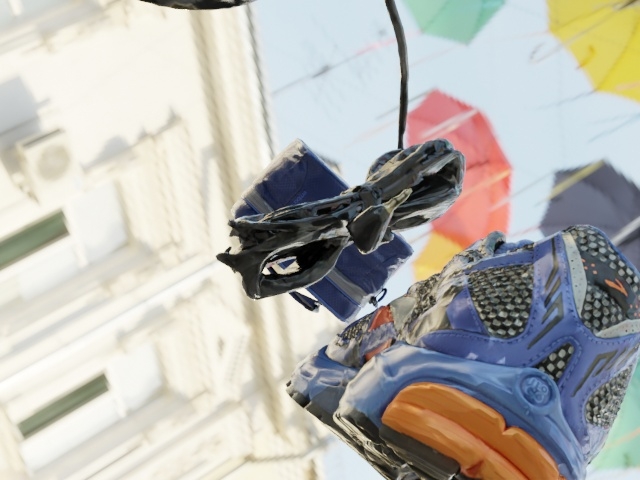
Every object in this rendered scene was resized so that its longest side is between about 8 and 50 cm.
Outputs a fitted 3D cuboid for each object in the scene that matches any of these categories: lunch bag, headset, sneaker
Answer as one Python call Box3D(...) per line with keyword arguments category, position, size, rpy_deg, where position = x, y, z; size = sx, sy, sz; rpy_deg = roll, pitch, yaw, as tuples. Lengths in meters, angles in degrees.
Box3D(category="lunch bag", position=(0.000, 0.000, 0.732), size=(0.098, 0.065, 0.067), rpy_deg=(44, 4, -8))
Box3D(category="headset", position=(-0.052, -0.178, 0.577), size=(0.243, 0.185, 0.394), rpy_deg=(-29, -91, 56))
Box3D(category="sneaker", position=(0.050, 0.043, 0.427), size=(0.083, 0.087, 0.221), rpy_deg=(42, -8, -5))
